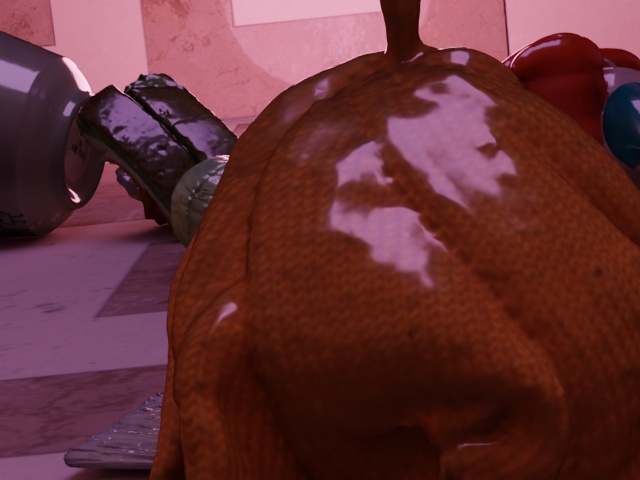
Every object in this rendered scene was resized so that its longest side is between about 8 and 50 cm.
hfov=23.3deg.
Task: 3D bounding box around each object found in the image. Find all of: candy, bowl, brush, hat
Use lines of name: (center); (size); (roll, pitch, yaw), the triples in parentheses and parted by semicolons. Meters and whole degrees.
candy: (0.000, 0.000, 1.144); (0.335, 0.093, 0.092); (18, 67, 49)
bowl: (-0.278, -0.093, 1.508); (0.112, 0.211, 0.211); (11, 13, 13)
brush: (0.027, 0.087, 0.698); (0.272, 0.013, 0.103); (-2, 10, 20)
hat: (0.043, 0.004, 0.506); (0.244, 0.233, 0.233); (1, 12, 42)

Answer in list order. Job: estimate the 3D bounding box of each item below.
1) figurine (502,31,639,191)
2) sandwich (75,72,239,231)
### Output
figurine: (0.232, -0.091, 1.219); (0.208, 0.181, 0.257); (-41, 16, -22)
sandwich: (-0.142, -0.061, 1.472); (0.109, 0.160, 0.185); (-31, 62, -22)
